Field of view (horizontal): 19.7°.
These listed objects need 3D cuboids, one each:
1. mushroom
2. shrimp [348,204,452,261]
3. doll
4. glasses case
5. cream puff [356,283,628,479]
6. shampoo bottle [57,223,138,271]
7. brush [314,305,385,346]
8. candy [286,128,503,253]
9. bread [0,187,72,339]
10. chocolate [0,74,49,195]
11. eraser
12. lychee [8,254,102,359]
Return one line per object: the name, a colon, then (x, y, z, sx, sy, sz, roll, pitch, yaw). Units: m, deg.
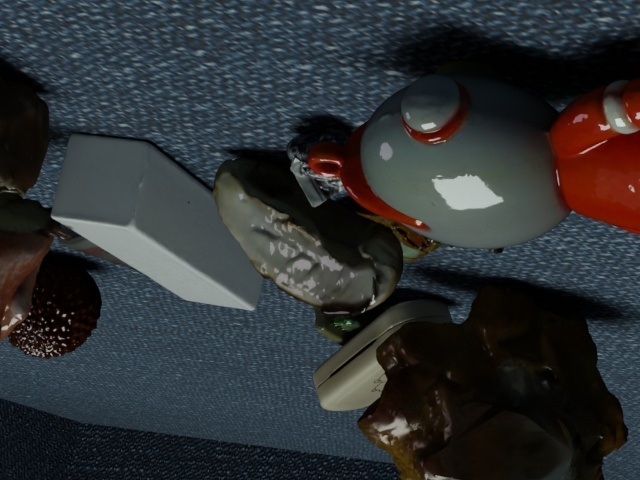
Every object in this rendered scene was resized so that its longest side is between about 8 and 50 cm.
mushroom: (0.000, 0.002, 1.440, 0.094, 0.072, 0.210, -11, -147, -43)
shrimp: (0.068, -0.008, 1.539, 0.091, 0.043, 0.184, 21, 166, -25)
doll: (0.151, -0.051, 1.123, 0.336, 0.105, 0.200, -1, 156, 22)
glasses case: (0.066, 0.124, 1.957, 0.083, 0.050, 0.196, -3, 154, -35)
cream puff: (0.179, 0.171, 1.773, 0.269, 0.241, 0.155, 53, 178, -7)
shampoo bottle: (-0.183, 0.010, 1.869, 0.165, 0.040, 0.080, 22, 163, -36)
brush: (0.064, 0.103, 2.041, 0.048, 0.054, 0.282, -14, 160, 20)
candy: (0.071, -0.035, 1.392, 0.226, 0.051, 0.094, 19, 163, -30)
bread: (-0.338, -0.009, 1.523, 0.244, 0.123, 0.190, 25, -167, -8)
chocolate: (-0.307, -0.101, 1.346, 0.148, 0.093, 0.214, 5, 167, 23)
eraser: (-0.135, -0.011, 1.637, 0.078, 0.076, 0.298, 8, 167, 21)
lychee: (-0.313, 0.076, 2.119, 0.123, 0.123, 0.129, 9, -157, 13)
